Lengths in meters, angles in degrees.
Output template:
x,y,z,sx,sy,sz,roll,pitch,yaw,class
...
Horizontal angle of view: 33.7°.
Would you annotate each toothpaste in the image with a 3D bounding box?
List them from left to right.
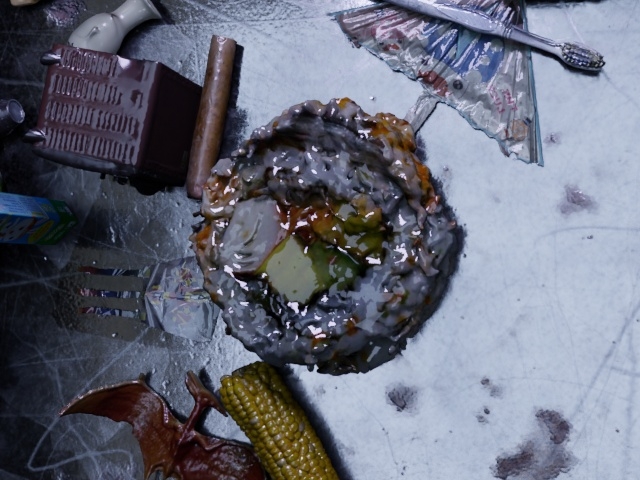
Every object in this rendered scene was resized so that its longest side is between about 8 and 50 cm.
x,y,z,sx,sy,sz,roll,pitch,yaw,class
-0.456,-0.033,1.597,0.065,0.266,0.050,-43,81,7,toothpaste

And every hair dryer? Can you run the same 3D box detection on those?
x,y,z,sx,sy,sz,roll,pitch,yaw,class
-0.585,-0.256,1.749,0.195,0.075,0.219,-14,75,21,hair dryer

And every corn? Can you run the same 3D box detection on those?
x,y,z,sx,sy,sz,roll,pitch,yaw,class
-0.042,0.322,1.585,0.102,0.102,0.313,-33,86,9,corn

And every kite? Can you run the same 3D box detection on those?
x,y,z,sx,sy,sz,roll,pitch,yaw,class
-0.275,0.086,1.683,0.245,0.015,0.141,3,86,12,kite
0.189,-0.254,1.593,0.406,0.014,0.368,38,97,10,kite

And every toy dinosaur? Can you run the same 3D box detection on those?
x,y,z,sx,sy,sz,roll,pitch,yaw,class
-0.215,0.326,1.613,0.206,0.113,0.327,-38,83,9,toy dinosaur

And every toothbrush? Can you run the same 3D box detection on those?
x,y,z,sx,sy,sz,roll,pitch,yaw,class
0.222,-0.329,1.562,0.413,0.042,0.035,22,94,13,toothbrush

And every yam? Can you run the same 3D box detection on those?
x,y,z,sx,sy,sz,roll,pitch,yaw,class
-0.172,-0.190,1.653,0.046,0.046,0.264,9,89,13,yam

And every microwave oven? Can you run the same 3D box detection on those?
x,y,z,sx,sy,sz,roll,pitch,yaw,class
-0.302,-0.175,1.582,0.178,0.247,0.188,14,92,10,microwave oven

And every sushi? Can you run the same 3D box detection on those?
x,y,z,sx,sy,sz,roll,pitch,yaw,class
0.000,0.005,1.541,0.417,0.176,0.417,0,89,13,sushi

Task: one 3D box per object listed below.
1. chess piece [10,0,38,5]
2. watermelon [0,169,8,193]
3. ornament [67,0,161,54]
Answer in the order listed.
x,y,z,sx,sy,sz,roll,pitch,yaw,class
-0.482,-0.488,1.721,0.090,0.090,0.200,-7,98,12,chess piece
-0.614,-0.053,1.640,0.269,0.269,0.269,0,88,12,watermelon
-0.334,-0.336,1.678,0.156,0.081,0.075,-37,85,4,ornament
